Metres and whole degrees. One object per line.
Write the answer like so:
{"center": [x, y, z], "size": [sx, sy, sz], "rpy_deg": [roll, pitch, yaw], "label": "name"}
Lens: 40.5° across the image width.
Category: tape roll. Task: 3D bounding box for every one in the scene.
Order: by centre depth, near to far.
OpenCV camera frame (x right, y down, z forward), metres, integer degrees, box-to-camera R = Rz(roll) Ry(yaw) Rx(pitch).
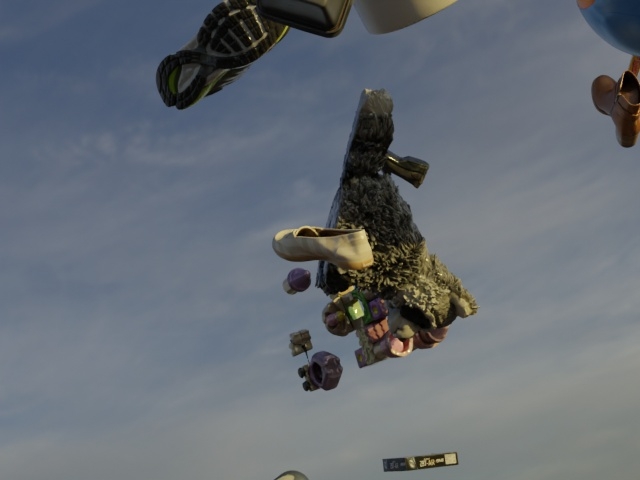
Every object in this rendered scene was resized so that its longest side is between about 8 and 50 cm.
{"center": [0.146, -0.480, 1.449], "size": [0.246, 0.246, 0.169], "rpy_deg": [-24, -65, 20], "label": "tape roll"}

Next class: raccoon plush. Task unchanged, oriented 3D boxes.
{"center": [0.173, -0.031, 1.616], "size": [0.299, 0.216, 0.446], "rpy_deg": [13, -71, -5], "label": "raccoon plush"}

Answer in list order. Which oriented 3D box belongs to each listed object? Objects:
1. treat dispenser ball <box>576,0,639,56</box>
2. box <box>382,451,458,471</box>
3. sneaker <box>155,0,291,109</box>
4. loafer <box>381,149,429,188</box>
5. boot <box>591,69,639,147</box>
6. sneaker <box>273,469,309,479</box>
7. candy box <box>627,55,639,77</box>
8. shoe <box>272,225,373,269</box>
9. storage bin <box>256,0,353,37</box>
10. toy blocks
{"center": [0.526, -0.419, 1.307], "size": [0.288, 0.288, 0.288], "rpy_deg": [-13, -22, -6], "label": "treat dispenser ball"}
{"center": [0.137, 0.305, 1.196], "size": [0.083, 0.018, 0.067], "rpy_deg": [0, -15, -24], "label": "box"}
{"center": [-0.151, -0.326, 1.456], "size": [0.300, 0.111, 0.121], "rpy_deg": [-23, 7, 39], "label": "sneaker"}
{"center": [0.151, -0.164, 1.915], "size": [0.170, 0.061, 0.062], "rpy_deg": [19, 19, 9], "label": "loafer"}
{"center": [0.633, -0.311, 1.833], "size": [0.073, 0.197, 0.152], "rpy_deg": [-19, -31, 4], "label": "boot"}
{"center": [-0.100, 0.575, 1.763], "size": [0.319, 0.112, 0.131], "rpy_deg": [-46, -8, -45], "label": "sneaker"}
{"center": [0.681, -0.427, 1.827], "size": [0.027, 0.105, 0.206], "rpy_deg": [14, -24, 14], "label": "candy box"}
{"center": [0.000, 0.000, 1.390], "size": [0.077, 0.058, 0.219], "rpy_deg": [-28, 25, -37], "label": "shoe"}
{"center": [-0.025, -0.357, 1.216], "size": [0.135, 0.098, 0.091], "rpy_deg": [20, -2, 8], "label": "storage bin"}
{"center": [0.103, 0.129, 1.838], "size": [0.309, 0.288, 0.260], "rpy_deg": [-14, -13, -31], "label": "toy blocks"}
